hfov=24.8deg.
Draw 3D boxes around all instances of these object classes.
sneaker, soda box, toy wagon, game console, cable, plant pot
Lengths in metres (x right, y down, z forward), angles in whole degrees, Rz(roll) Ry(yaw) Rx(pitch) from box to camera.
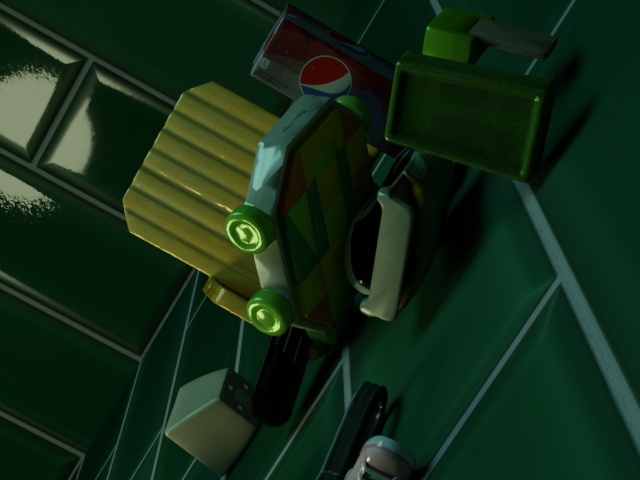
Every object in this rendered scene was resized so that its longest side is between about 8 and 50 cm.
[{"bbox_3d":[0.042,0.226,1.297,0.070,0.051,0.134,-61,1,-32],"label":"sneaker"},{"bbox_3d":[0.047,-0.191,1.843,0.092,0.263,0.083,-57,10,19],"label":"soda box"},{"bbox_3d":[0.000,0.000,1.742,0.267,0.068,0.344,-51,-41,-43],"label":"toy wagon"},{"bbox_3d":[0.101,-0.046,1.699,0.217,0.079,0.121,-65,10,-28],"label":"sneaker"},{"bbox_3d":[-0.022,0.053,1.835,0.213,0.044,0.361,44,-121,-57],"label":"game console"},{"bbox_3d":[-0.012,0.244,1.377,0.139,0.072,0.287,67,-144,-54],"label":"cable"},{"bbox_3d":[-0.139,0.245,2.060,0.096,0.109,0.109,-41,18,28],"label":"plant pot"}]

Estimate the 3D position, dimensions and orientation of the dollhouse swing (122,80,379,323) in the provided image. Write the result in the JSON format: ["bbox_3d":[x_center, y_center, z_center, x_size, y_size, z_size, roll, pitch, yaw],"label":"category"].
[{"bbox_3d":[-0.132,-0.081,2.354,0.347,0.305,0.315,-60,9,-2],"label":"dollhouse swing"}]

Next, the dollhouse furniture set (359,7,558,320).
[{"bbox_3d":[0.155,-0.063,1.513,0.197,0.151,0.301,-50,-28,-59],"label":"dollhouse furniture set"}]
